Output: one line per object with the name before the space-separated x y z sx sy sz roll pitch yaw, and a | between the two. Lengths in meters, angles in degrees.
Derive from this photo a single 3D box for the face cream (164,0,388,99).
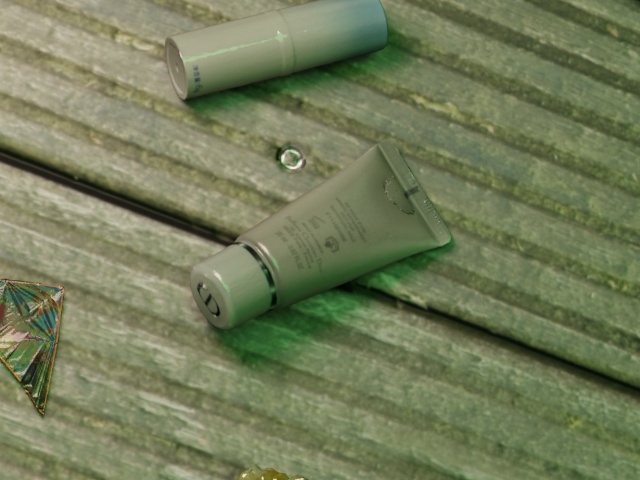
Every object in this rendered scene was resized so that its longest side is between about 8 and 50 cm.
face cream | -0.050 -0.227 1.924 0.250 0.077 0.077 -15 78 -18

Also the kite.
kite | -0.336 0.098 1.784 0.159 0.010 0.190 -37 83 -20

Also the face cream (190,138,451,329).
face cream | 0.000 0.000 1.868 0.314 0.089 0.143 -28 81 -29

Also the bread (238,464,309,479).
bread | -0.055 0.368 1.712 0.152 0.130 0.267 27 68 -15
